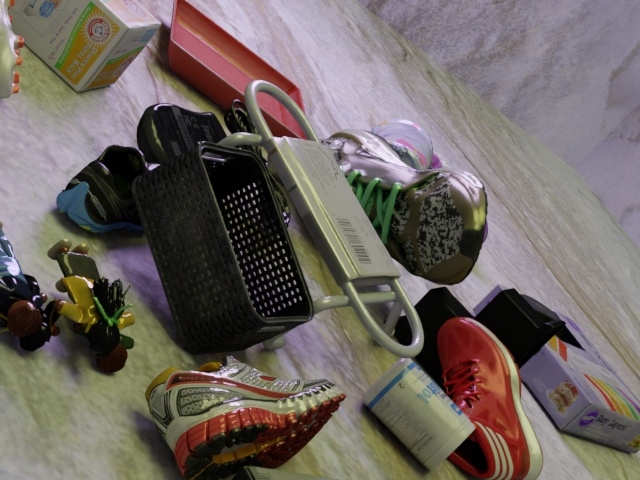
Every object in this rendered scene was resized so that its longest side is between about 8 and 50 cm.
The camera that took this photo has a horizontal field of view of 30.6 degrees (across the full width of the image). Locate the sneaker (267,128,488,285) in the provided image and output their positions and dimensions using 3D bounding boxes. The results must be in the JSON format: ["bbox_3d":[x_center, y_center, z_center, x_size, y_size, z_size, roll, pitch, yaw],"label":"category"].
[{"bbox_3d":[0.057,-0.048,1.531,0.182,0.158,0.410,4,14,-32],"label":"sneaker"}]

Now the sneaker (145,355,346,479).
[{"bbox_3d":[-0.057,0.133,0.977,0.092,0.088,0.225,49,18,23],"label":"sneaker"}]

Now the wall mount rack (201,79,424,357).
[{"bbox_3d":[0.000,0.000,1.304,0.304,0.130,0.350,3,56,-60],"label":"wall mount rack"}]

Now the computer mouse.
[{"bbox_3d":[-0.129,-0.068,1.360,0.184,0.060,0.262,66,24,2],"label":"computer mouse"}]

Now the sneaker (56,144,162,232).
[{"bbox_3d":[-0.187,-0.054,1.152,0.067,0.078,0.188,41,16,9],"label":"sneaker"}]

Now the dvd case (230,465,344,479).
[{"bbox_3d":[0.045,0.273,0.964,0.239,0.029,0.179,21,27,-48],"label":"dvd case"}]

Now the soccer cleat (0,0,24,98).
[{"bbox_3d":[-0.353,-0.213,1.215,0.076,0.068,0.196,0,43,-22],"label":"soccer cleat"}]

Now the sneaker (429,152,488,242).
[{"bbox_3d":[0.248,-0.060,2.101,0.104,0.095,0.236,38,15,-39],"label":"sneaker"}]

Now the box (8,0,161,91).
[{"bbox_3d":[-0.309,-0.284,1.392,0.203,0.103,0.114,43,18,2],"label":"box"}]

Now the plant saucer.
[{"bbox_3d":[-0.135,-0.251,1.787,0.259,0.047,0.258,37,18,-21],"label":"plant saucer"}]

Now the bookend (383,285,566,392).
[{"bbox_3d":[0.192,0.105,1.469,0.157,0.156,0.072,47,18,17],"label":"bookend"}]

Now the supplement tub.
[{"bbox_3d":[0.103,0.182,1.234,0.107,0.071,0.071,45,17,10],"label":"supplement tub"}]

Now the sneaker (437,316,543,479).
[{"bbox_3d":[0.172,0.175,1.343,0.128,0.087,0.221,19,37,-49],"label":"sneaker"}]

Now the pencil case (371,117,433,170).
[{"bbox_3d":[0.119,-0.131,1.945,0.124,0.113,0.273,23,17,5],"label":"pencil case"}]

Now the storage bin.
[{"bbox_3d":[-0.091,0.008,1.106,0.122,0.084,0.180,4,62,-63],"label":"storage bin"}]

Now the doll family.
[{"bbox_3d":[-0.205,0.047,0.895,0.193,0.076,0.111,15,36,-47],"label":"doll family"}]

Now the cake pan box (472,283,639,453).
[{"bbox_3d":[0.377,0.197,1.804,0.246,0.070,0.267,27,23,-46],"label":"cake pan box"}]
